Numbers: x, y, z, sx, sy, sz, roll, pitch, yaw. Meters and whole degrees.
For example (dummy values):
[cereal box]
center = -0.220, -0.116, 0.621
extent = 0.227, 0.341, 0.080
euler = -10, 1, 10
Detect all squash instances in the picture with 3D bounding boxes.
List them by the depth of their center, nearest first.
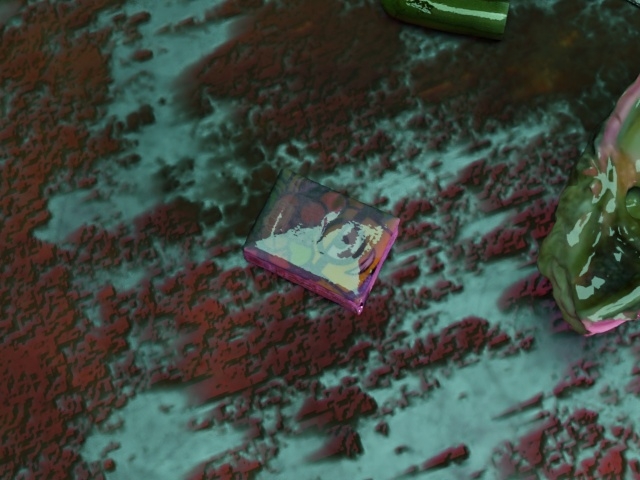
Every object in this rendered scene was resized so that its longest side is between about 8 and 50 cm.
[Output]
[squash]
center = 0.079, -0.149, 1.075
extent = 0.083, 0.027, 0.027
euler = 10, 77, 4

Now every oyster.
[oyster]
center = 0.272, -0.055, 1.014
extent = 0.271, 0.100, 0.275
euler = 7, 64, 0

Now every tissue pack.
[tissue pack]
center = 0.000, 0.000, 1.036
extent = 0.083, 0.035, 0.063
euler = 24, 78, 6

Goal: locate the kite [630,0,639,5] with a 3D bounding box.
[kite]
center = 0.191, -0.261, 1.111
extent = 0.229, 0.012, 0.250
euler = -14, 75, -4
